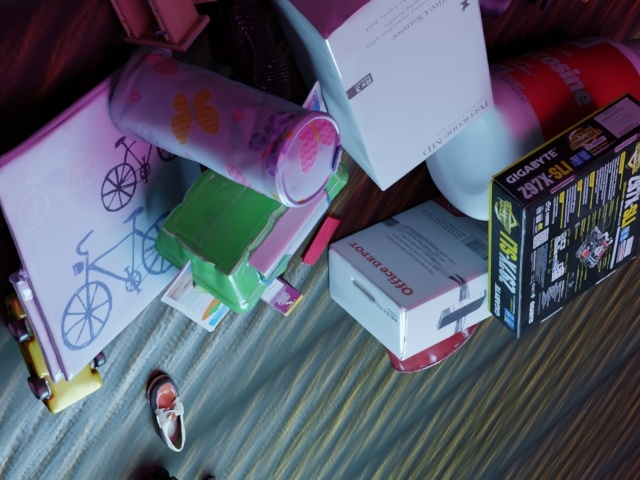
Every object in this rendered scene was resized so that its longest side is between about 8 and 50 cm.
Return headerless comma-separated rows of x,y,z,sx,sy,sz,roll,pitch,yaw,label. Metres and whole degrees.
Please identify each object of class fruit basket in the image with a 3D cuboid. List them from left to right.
-0.071,-0.021,1.492,0.327,0.165,0.353,-53,164,-7,fruit basket

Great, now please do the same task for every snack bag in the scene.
-0.261,-0.040,1.378,0.323,0.037,0.342,-48,143,-36,snack bag

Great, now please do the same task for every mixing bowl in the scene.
0.169,0.126,1.890,0.181,0.181,0.098,-40,107,-11,mixing bowl

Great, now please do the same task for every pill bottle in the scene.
0.378,-0.192,1.765,0.408,0.229,0.229,-20,132,-31,pill bottle

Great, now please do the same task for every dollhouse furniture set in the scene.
-0.184,-0.341,1.279,0.161,0.101,0.182,-58,146,-30,dollhouse furniture set

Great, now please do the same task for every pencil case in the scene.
-0.109,-0.130,1.279,0.124,0.273,0.113,13,100,-59,pencil case

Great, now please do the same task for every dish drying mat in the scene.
0.000,0.000,1.741,0.032,0.008,0.083,18,106,-48,dish drying mat

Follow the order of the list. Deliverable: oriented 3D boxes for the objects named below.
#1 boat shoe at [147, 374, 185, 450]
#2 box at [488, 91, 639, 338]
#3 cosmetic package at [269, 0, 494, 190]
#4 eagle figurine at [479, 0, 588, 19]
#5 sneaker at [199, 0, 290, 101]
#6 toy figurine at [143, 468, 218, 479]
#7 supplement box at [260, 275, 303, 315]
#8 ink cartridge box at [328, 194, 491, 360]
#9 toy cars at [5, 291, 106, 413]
-0.231,0.263,1.707,0.049,0.043,0.137,-22,131,-26,boat shoe
0.367,-0.029,1.658,0.257,0.079,0.322,-34,145,-17,box
0.084,-0.255,1.439,0.217,0.156,0.385,-39,151,-3,cosmetic package
0.347,-0.432,1.585,0.226,0.298,0.225,40,63,-25,eagle figurine
-0.094,-0.226,1.355,0.051,0.089,0.170,-19,90,-33,sneaker
-0.218,0.492,1.811,0.210,0.148,0.213,25,102,-49,toy figurine
-0.074,0.071,1.693,0.043,0.055,0.083,-50,139,0,supplement box
0.175,0.048,1.789,0.273,0.197,0.114,-23,133,-28,ink cartridge box
-0.417,0.086,1.378,0.394,0.087,0.176,30,87,-45,toy cars
